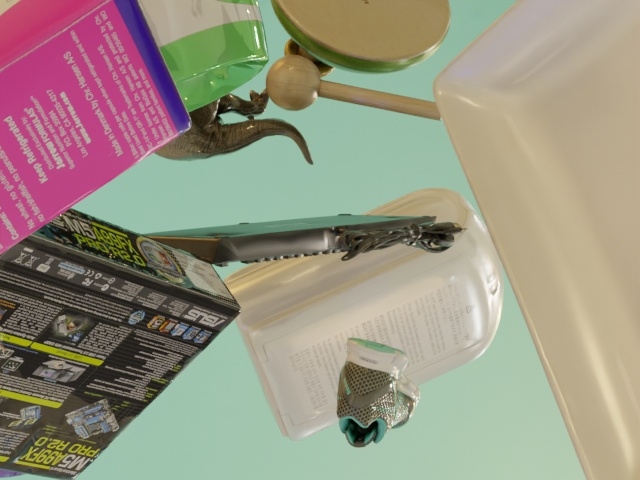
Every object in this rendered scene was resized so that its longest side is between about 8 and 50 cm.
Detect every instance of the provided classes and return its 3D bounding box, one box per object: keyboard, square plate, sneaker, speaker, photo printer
[{"bbox_3d":[0.000,0.000,1.529,0.317,0.201,0.033,-8,97,-51],"label":"keyboard"},{"bbox_3d":[0.240,-0.065,0.954,0.049,0.344,0.347,21,39,-41],"label":"square plate"},{"bbox_3d":[0.039,0.137,1.403,0.166,0.065,0.076,62,45,-66],"label":"sneaker"},{"bbox_3d":[-0.141,-0.227,1.086,0.131,0.131,0.296,-20,84,-42],"label":"speaker"},{"bbox_3d":[0.062,0.079,1.939,0.307,0.107,0.256,-24,141,-5],"label":"photo printer"}]

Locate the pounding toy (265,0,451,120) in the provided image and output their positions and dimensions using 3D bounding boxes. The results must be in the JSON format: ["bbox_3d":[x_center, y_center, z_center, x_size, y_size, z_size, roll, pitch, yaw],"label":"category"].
[{"bbox_3d":[0.027,-0.188,1.673,0.183,0.110,0.237,11,49,-9],"label":"pounding toy"}]

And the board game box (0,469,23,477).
[{"bbox_3d":[-0.267,0.148,1.489,0.133,0.033,0.168,7,116,-28],"label":"board game box"}]

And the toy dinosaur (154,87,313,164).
[{"bbox_3d":[-0.156,-0.137,1.742,0.313,0.121,0.160,40,44,9],"label":"toy dinosaur"}]

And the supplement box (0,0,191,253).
[{"bbox_3d":[-0.197,-0.064,0.893,0.220,0.111,0.114,-34,139,-11],"label":"supplement box"}]

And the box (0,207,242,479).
[{"bbox_3d":[-0.217,0.078,1.293,0.270,0.216,0.060,23,26,-55],"label":"box"}]
